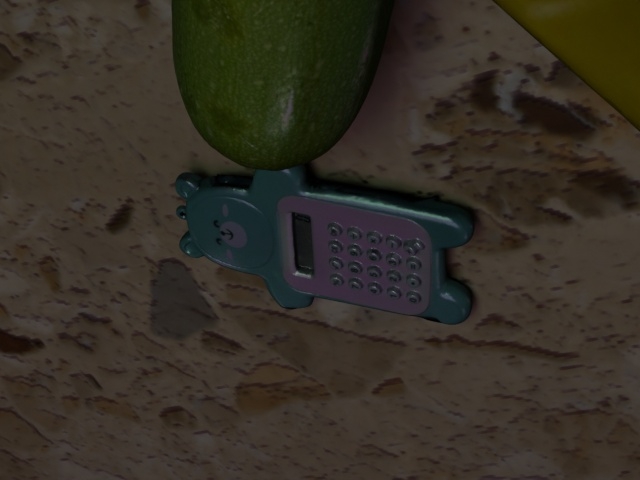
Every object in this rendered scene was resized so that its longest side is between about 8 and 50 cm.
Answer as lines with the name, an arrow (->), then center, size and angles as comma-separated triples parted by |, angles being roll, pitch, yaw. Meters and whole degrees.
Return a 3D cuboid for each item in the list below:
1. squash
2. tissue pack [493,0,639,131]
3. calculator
squash -> -0.012, -0.096, 0.616 | 0.095, 0.095, 0.188 | 15, 137, 13
tissue pack -> 0.126, -0.115, 0.457 | 0.271, 0.192, 0.134 | 40, 133, -10
calculator -> 0.000, 0.000, 0.743 | 0.141, 0.019, 0.094 | 12, 136, 16
